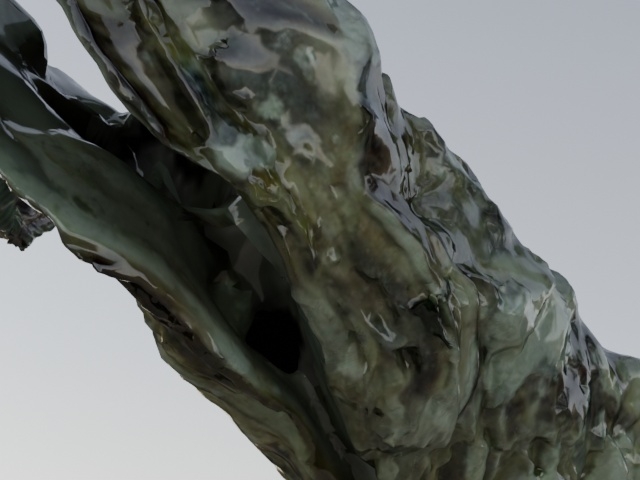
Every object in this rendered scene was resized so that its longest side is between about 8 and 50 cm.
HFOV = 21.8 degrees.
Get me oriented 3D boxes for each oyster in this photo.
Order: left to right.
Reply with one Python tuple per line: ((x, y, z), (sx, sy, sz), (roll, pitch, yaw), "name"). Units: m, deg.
((0.003, 0.005, 0.575), (0.351, 0.162, 0.158), (36, -51, -27), "oyster")

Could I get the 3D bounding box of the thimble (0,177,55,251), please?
((-0.251, -0.072, 1.402), (0.090, 0.135, 0.118), (27, -25, 30), "thimble")
